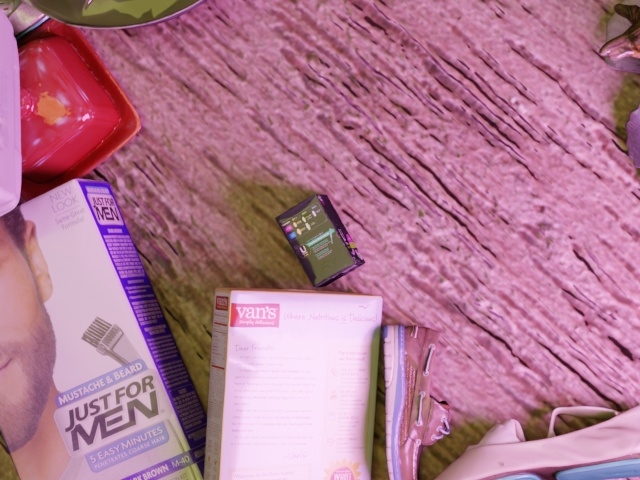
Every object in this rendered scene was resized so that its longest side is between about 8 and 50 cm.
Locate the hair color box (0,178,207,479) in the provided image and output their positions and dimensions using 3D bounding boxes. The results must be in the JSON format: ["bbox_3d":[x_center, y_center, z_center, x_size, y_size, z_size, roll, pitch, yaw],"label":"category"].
[{"bbox_3d":[-0.251,0.126,1.588,0.185,0.110,0.338,-25,84,11],"label":"hair color box"}]

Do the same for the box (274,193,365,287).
[{"bbox_3d":[0.000,0.000,1.562,0.052,0.062,0.083,-31,84,10],"label":"box"}]

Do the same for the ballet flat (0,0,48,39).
[{"bbox_3d":[-0.349,-0.225,1.626,0.168,0.057,0.052,-36,116,9],"label":"ballet flat"}]

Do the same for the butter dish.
[{"bbox_3d":[-0.297,-0.138,1.590,0.160,0.118,0.160,-37,83,8],"label":"butter dish"}]

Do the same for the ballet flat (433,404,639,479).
[{"bbox_3d":[0.220,0.210,1.522,0.248,0.086,0.086,-11,88,9],"label":"ballet flat"}]

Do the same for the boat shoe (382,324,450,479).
[{"bbox_3d":[0.098,0.176,1.543,0.066,0.066,0.183,-2,93,4],"label":"boat shoe"}]

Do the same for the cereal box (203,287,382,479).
[{"bbox_3d":[-0.028,0.168,1.531,0.173,0.047,0.240,4,90,-27],"label":"cereal box"}]

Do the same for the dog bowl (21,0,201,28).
[{"bbox_3d":[-0.210,-0.375,1.560,0.349,0.102,0.348,0,85,2],"label":"dog bowl"}]

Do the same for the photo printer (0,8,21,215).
[{"bbox_3d":[-0.443,-0.087,1.501,0.308,0.107,0.256,-22,51,18],"label":"photo printer"}]

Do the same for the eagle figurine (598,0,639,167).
[{"bbox_3d":[0.391,-0.112,1.451,0.226,0.225,0.298,-14,124,49],"label":"eagle figurine"}]
